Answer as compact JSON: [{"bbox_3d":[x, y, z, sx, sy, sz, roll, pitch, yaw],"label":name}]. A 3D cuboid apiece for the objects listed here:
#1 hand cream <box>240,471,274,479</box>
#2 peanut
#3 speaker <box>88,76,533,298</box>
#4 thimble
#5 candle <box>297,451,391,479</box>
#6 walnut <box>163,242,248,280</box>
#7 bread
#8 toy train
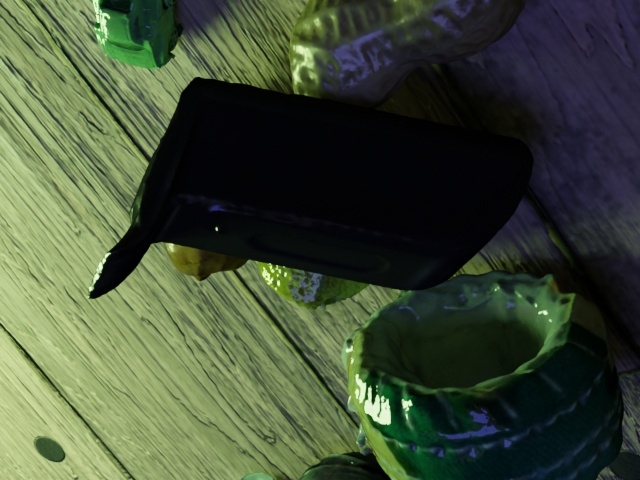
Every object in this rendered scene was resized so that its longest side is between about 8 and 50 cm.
[{"bbox_3d":[-0.076,0.440,2.130,0.085,0.058,0.331,12,131,17],"label":"hand cream"},{"bbox_3d":[0.085,-0.215,1.458,0.298,0.120,0.136,-25,97,36],"label":"peanut"},{"bbox_3d":[-0.010,-0.019,1.506,0.388,0.184,0.180,9,158,-12],"label":"speaker"},{"bbox_3d":[0.163,0.154,1.625,0.288,0.254,0.167,-1,125,32],"label":"thimble"},{"bbox_3d":[0.009,0.432,1.889,0.221,0.342,0.221,19,137,18],"label":"candle"},{"bbox_3d":[-0.109,-0.050,1.685,0.137,0.137,0.245,28,127,5],"label":"walnut"},{"bbox_3d":[0.000,0.000,1.682,0.111,0.129,0.114,39,129,21],"label":"bread"},{"bbox_3d":[-0.195,-0.237,1.615,0.099,0.081,0.149,16,132,15],"label":"toy train"}]
